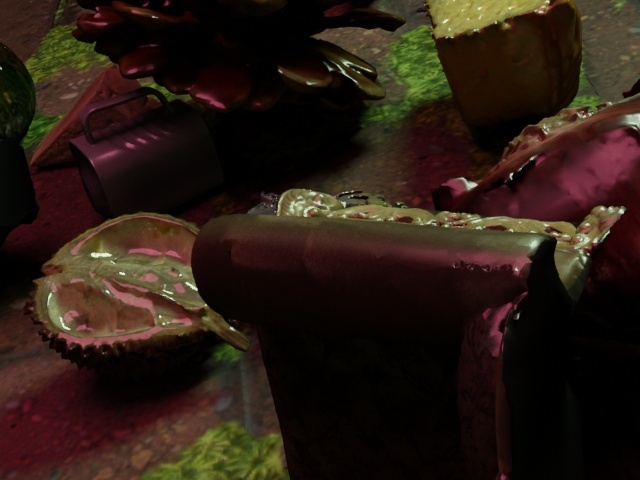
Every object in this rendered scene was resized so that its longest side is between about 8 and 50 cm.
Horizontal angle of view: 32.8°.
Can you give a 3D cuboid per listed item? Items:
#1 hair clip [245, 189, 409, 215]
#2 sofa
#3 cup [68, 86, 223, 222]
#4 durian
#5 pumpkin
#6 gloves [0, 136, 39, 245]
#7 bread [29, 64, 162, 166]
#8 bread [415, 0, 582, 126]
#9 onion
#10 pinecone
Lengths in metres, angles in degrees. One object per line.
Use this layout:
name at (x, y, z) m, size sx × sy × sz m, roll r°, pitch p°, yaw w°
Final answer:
hair clip at (0.000, -0.008, 0.910) m, size 0.146 × 0.056 × 0.187 m, roll 3°, pitch 25°, yaw 11°
sofa at (0.037, 0.106, 0.538) m, size 0.200 × 0.258 × 0.182 m, roll 7°, pitch 25°, yaw 34°
cup at (-0.180, -0.087, 1.080) m, size 0.129 × 0.128 × 0.095 m, roll -27°, pitch 32°, yaw -19°
durian at (-0.135, 0.060, 0.862) m, size 0.188 × 0.091 × 0.148 m, roll 16°, pitch 51°, yaw 22°
pumpkin at (-0.467, -0.166, 1.321) m, size 0.238 × 0.159 × 0.238 m, roll -13°, pitch 27°, yaw 6°
gloves at (-0.417, -0.005, 1.052) m, size 0.301 × 0.152 × 0.197 m, roll -4°, pitch 12°, yaw 34°
bread at (-0.251, -0.118, 1.265) m, size 0.152 × 0.105 × 0.077 m, roll -39°, pitch 20°, yaw 32°
bread at (0.171, -0.184, 1.036) m, size 0.143 × 0.140 × 0.229 m, roll -12°, pitch 25°, yaw 9°
onion at (0.174, 0.016, 0.692) m, size 0.272 × 0.195 × 0.272 m, roll -33°, pitch -7°, yaw -4°
pinecone at (-0.069, -0.309, 1.095) m, size 0.384 × 0.384 × 0.384 m, roll -13°, pitch 31°, yaw 8°
